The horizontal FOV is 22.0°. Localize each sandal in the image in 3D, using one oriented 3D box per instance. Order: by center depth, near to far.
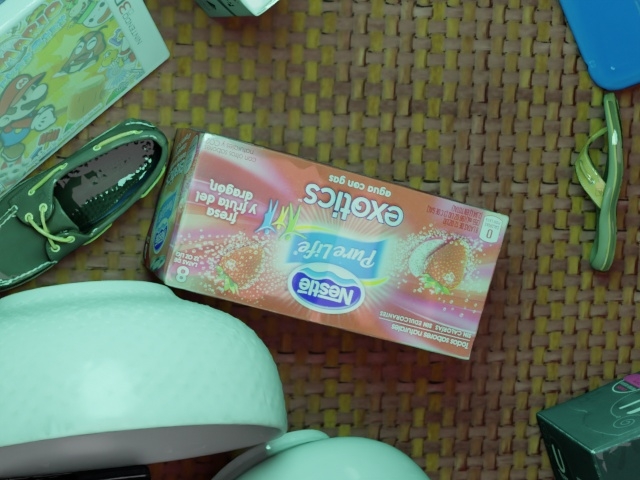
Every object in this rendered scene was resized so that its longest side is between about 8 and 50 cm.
[{"bbox_3d":[0.276,-0.058,1.643,0.049,0.072,0.180,6,101,7],"label":"sandal"}]

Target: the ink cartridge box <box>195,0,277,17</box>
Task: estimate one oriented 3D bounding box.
[{"bbox_3d":[-0.096,-0.281,1.438,0.092,0.219,0.160,-44,104,-5],"label":"ink cartridge box"}]

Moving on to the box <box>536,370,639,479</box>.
[{"bbox_3d":[0.340,0.286,1.646,0.143,0.165,0.270,-21,102,-9],"label":"box"}]

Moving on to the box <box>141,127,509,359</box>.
[{"bbox_3d":[0.000,0.000,1.535,0.300,0.154,0.142,15,93,-16],"label":"box"}]

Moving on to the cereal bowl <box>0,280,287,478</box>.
[{"bbox_3d":[-0.199,0.119,1.424,0.339,0.339,0.141,-4,78,-13],"label":"cereal bowl"}]

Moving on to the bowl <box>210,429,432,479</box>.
[{"bbox_3d":[-0.022,0.271,1.542,0.298,0.298,0.134,-26,61,-9],"label":"bowl"}]

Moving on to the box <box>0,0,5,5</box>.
[{"bbox_3d":[-0.278,-0.299,1.451,0.153,0.108,0.207,-33,103,-8],"label":"box"}]

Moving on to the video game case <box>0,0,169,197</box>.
[{"bbox_3d":[-0.246,-0.144,1.439,0.227,0.206,0.026,-41,68,-7],"label":"video game case"}]

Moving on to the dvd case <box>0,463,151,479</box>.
[{"bbox_3d":[-0.284,0.298,1.543,0.253,0.022,0.180,-4,119,-13],"label":"dvd case"}]

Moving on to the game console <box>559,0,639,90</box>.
[{"bbox_3d":[0.348,-0.335,1.637,0.250,0.173,0.293,-20,103,22],"label":"game console"}]

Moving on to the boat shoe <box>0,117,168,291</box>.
[{"bbox_3d":[-0.236,-0.031,1.516,0.228,0.068,0.081,-40,104,-6],"label":"boat shoe"}]
